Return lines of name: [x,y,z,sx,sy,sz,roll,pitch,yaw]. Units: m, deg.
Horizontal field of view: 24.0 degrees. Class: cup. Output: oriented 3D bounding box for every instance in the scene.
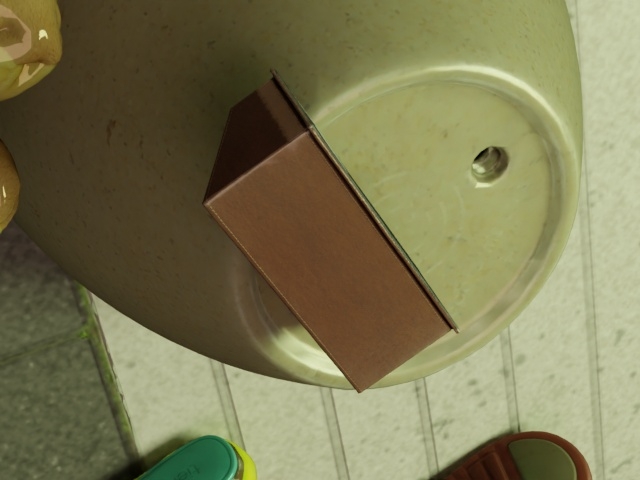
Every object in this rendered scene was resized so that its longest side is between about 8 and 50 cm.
cup: [-0.003,-0.063,0.740,0.331,0.237,0.331,-12,125,-18]

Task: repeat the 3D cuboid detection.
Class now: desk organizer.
desk organizer: [0.000,0.000,0.601,0.050,0.047,0.130,-35,129,3]

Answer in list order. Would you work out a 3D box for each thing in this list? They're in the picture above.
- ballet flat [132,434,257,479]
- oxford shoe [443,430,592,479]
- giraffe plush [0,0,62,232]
ballet flat: [-0.141,0.205,0.961,0.231,0.077,0.077,-27,142,-9]
oxford shoe: [0.064,0.285,1.079,0.348,0.123,0.130,-33,134,0]
giraffe plush: [-0.222,-0.068,0.661,0.181,0.170,0.210,31,99,-22]
